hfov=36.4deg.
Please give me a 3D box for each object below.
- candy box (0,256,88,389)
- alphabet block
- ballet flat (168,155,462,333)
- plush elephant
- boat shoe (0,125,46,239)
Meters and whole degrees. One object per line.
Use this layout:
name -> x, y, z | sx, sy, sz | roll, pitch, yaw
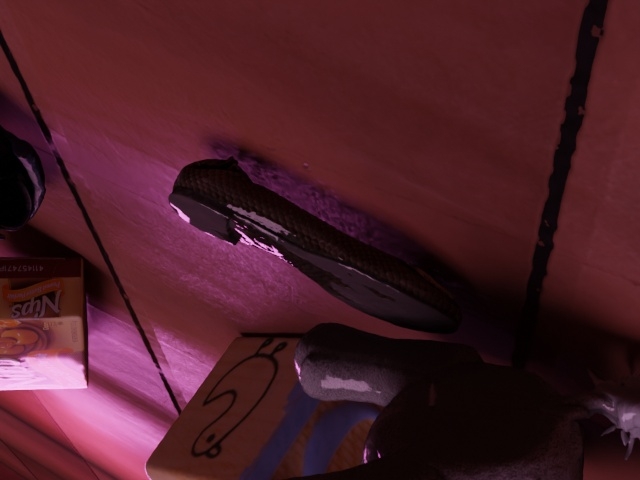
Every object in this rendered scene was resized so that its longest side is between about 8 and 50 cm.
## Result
candy box -> -0.402, 0.118, 1.284 | 0.183, 0.087, 0.316 | 1, 157, -12
alphabet block -> -0.026, 0.227, 1.005 | 0.193, 0.192, 0.197 | 49, 150, -22
ballet flat -> 0.000, 0.000, 0.758 | 0.250, 0.058, 0.084 | 25, 156, 9
plush elephant -> 0.119, 0.220, 0.720 | 0.330, 0.272, 0.255 | -6, 117, 12
boat shoe -> -0.378, -0.039, 1.036 | 0.158, 0.127, 0.340 | 40, 154, 8
